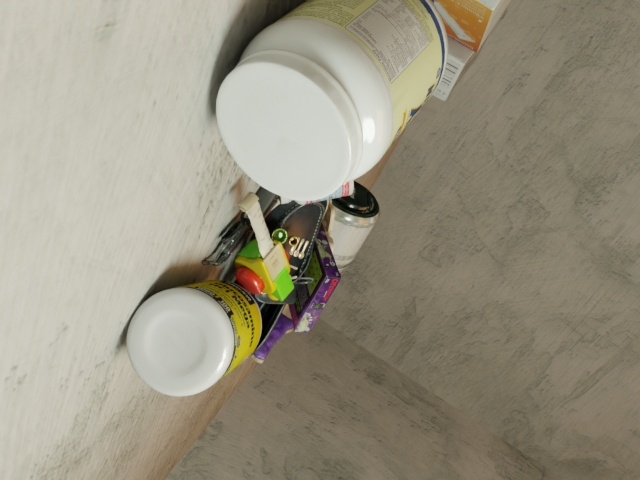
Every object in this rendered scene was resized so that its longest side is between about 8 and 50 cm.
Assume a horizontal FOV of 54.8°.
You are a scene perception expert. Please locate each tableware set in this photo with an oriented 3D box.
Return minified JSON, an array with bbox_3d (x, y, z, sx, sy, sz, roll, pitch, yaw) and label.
[{"bbox_3d":[-0.093,0.052,1.392,0.154,0.104,0.024,-64,-154,7],"label":"tableware set"}]

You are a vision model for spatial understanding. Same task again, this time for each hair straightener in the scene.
[{"bbox_3d":[-0.168,-0.036,1.285,0.230,0.047,0.089,-49,168,-25],"label":"hair straightener"}]

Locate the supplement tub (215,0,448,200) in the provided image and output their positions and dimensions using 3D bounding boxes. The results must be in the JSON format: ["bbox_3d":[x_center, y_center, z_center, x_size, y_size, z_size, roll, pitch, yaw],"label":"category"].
[{"bbox_3d":[0.025,-0.226,0.885,0.324,0.236,0.235,-52,172,-41],"label":"supplement tub"}]

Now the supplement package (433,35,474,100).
[{"bbox_3d":[0.350,-0.571,1.795,0.261,0.204,0.145,-53,171,-35],"label":"supplement package"}]

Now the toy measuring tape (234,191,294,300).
[{"bbox_3d":[-0.137,0.015,1.264,0.121,0.122,0.330,-54,148,-28],"label":"toy measuring tape"}]

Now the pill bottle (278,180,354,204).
[{"bbox_3d":[-0.014,-0.126,1.343,0.160,0.087,0.087,-12,163,-8],"label":"pill bottle"}]

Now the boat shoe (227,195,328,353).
[{"bbox_3d":[-0.115,0.083,1.495,0.187,0.156,0.500,12,118,-43],"label":"boat shoe"}]

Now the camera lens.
[{"bbox_3d":[0.045,-0.049,1.964,0.274,0.220,0.219,-62,172,34],"label":"camera lens"}]

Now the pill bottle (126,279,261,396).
[{"bbox_3d":[-0.221,0.173,1.200,0.187,0.188,0.334,-58,174,4],"label":"pill bottle"}]

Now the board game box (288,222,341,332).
[{"bbox_3d":[-0.046,0.046,1.637,0.208,0.056,0.346,-57,-147,32],"label":"board game box"}]

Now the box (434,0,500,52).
[{"bbox_3d":[0.360,-0.633,1.524,0.168,0.215,0.345,-58,173,6],"label":"box"}]

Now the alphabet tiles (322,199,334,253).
[{"bbox_3d":[0.000,0.000,1.718,0.284,0.021,0.277,-103,-161,-58],"label":"alphabet tiles"}]

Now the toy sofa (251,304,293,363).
[{"bbox_3d":[-0.165,0.218,1.893,0.150,0.177,0.362,-59,173,16],"label":"toy sofa"}]

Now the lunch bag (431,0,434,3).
[{"bbox_3d":[0.133,-0.402,1.145,0.243,0.115,0.303,112,-3,-60],"label":"lunch bag"}]
